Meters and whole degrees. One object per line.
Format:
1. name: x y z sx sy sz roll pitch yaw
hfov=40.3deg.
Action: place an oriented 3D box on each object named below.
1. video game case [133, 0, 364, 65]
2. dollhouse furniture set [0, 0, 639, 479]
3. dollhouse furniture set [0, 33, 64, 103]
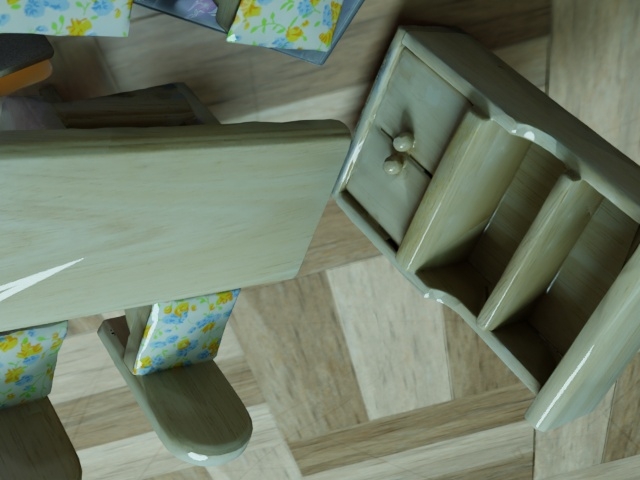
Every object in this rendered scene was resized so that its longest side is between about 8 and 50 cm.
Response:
1. video game case: -0.071 -0.222 0.526 0.274 0.026 0.196 12 134 -29
2. dollhouse furniture set: 0.000 0.000 0.515 0.394 0.256 0.362 -9 134 -39
3. dollhouse furniture set: -0.256 -0.001 0.581 0.259 0.135 0.262 -28 147 -20
